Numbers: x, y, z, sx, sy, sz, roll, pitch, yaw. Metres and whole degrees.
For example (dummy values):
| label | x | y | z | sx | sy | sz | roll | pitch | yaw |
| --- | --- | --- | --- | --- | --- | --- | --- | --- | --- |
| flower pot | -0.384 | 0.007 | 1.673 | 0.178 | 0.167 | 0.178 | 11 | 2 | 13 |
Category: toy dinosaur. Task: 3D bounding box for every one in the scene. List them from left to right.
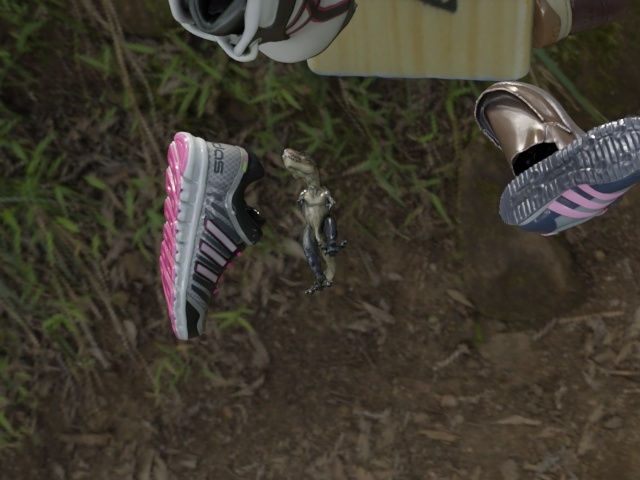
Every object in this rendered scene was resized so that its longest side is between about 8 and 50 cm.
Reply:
| label | x | y | z | sx | sy | sz | roll | pitch | yaw |
| --- | --- | --- | --- | --- | --- | --- | --- | --- | --- |
| toy dinosaur | 0.000 | 0.000 | 1.318 | 0.064 | 0.268 | 0.118 | -10 | 43 | -1 |

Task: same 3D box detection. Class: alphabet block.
| label | x | y | z | sx | sy | sz | roll | pitch | yaw |
| --- | --- | --- | --- | --- | --- | --- | --- | --- | --- |
| alphabet block | 0.087 | -0.268 | 0.822 | 0.194 | 0.197 | 0.192 | 2 | 44 | 11 |

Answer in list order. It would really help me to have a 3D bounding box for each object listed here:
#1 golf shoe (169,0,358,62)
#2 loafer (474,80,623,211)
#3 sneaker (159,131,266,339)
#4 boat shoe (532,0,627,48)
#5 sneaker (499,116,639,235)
| label | x | y | z | sx | sy | sz | roll | pitch | yaw |
| --- | --- | --- | --- | --- | --- | --- | --- | --- | --- |
| golf shoe | -0.045 | -0.158 | 0.574 | 0.105 | 0.273 | 0.120 | 26 | 79 | 8 |
| loafer | 0.398 | -0.181 | 1.802 | 0.366 | 0.130 | 0.133 | 46 | 136 | 41 |
| sneaker | -0.078 | 0.001 | 0.731 | 0.063 | 0.075 | 0.170 | -123 | 36 | -57 |
| boat shoe | 0.222 | -0.370 | 0.997 | 0.123 | 0.123 | 0.341 | -16 | 80 | -2 |
| sneaker | 0.447 | -0.097 | 1.586 | 0.319 | 0.131 | 0.112 | -27 | 52 | 46 |
